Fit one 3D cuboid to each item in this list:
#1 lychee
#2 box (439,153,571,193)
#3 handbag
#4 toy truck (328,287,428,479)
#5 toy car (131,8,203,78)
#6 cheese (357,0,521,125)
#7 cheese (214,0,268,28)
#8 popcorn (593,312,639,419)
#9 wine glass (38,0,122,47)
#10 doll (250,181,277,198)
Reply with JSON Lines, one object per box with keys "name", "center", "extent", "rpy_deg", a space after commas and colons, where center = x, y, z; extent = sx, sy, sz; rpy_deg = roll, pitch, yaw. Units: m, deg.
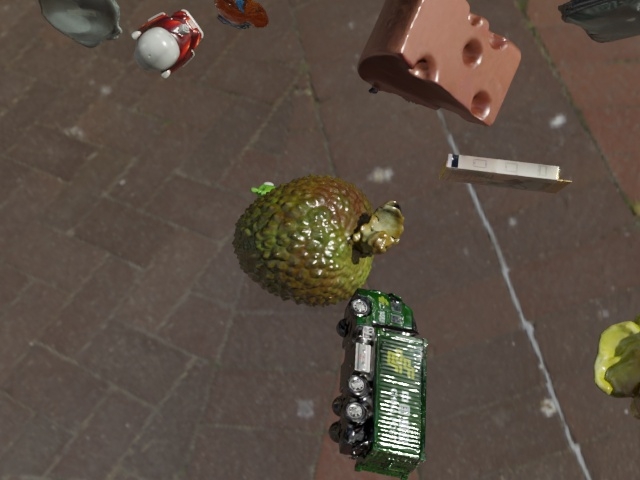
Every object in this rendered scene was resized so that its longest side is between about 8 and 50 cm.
{"name": "lychee", "center": [-0.010, -0.001, 1.916], "extent": [0.320, 0.270, 0.270], "rpy_deg": [20, 61, 13]}
{"name": "box", "center": [0.366, -0.133, 2.010], "extent": [0.247, 0.129, 0.033], "rpy_deg": [7, 81, -1]}
{"name": "handbag", "center": [0.622, -0.441, 1.863], "extent": [0.332, 0.192, 0.075], "rpy_deg": [-8, 76, 40]}
{"name": "toy truck", "center": [0.083, 0.197, 1.431], "extent": [0.121, 0.088, 0.259], "rpy_deg": [13, 53, -12]}
{"name": "toy car", "center": [-0.303, -0.375, 1.934], "extent": [0.139, 0.112, 0.112], "rpy_deg": [-30, 15, 28]}
{"name": "cheese", "center": [0.137, -0.250, 1.294], "extent": [0.203, 0.177, 0.128], "rpy_deg": [24, 86, 20]}
{"name": "cheese", "center": [-0.135, -0.387, 1.366], "extent": [0.037, 0.106, 0.256], "rpy_deg": [-41, 59, 42]}
{"name": "popcorn", "center": [0.457, 0.178, 1.225], "extent": [0.217, 0.181, 0.235], "rpy_deg": [11, 38, -26]}
{"name": "wine glass", "center": [-0.268, -0.350, 1.238], "extent": [0.103, 0.103, 0.222], "rpy_deg": [-5, 53, 18]}
{"name": "doll", "center": [-0.066, -0.090, 2.191], "extent": [0.115, 0.190, 0.050], "rpy_deg": [39, 114, 59]}
